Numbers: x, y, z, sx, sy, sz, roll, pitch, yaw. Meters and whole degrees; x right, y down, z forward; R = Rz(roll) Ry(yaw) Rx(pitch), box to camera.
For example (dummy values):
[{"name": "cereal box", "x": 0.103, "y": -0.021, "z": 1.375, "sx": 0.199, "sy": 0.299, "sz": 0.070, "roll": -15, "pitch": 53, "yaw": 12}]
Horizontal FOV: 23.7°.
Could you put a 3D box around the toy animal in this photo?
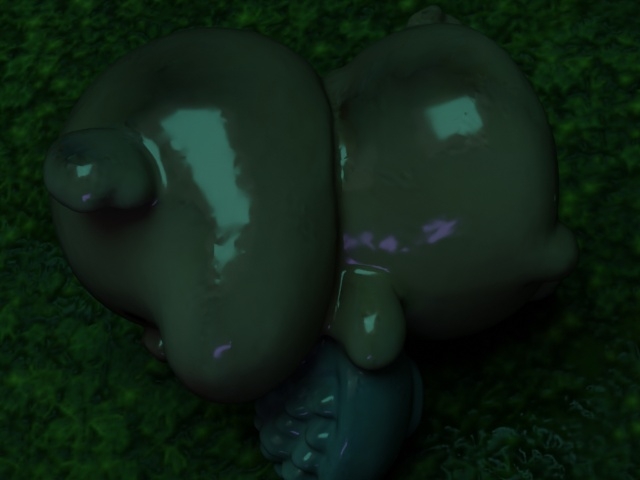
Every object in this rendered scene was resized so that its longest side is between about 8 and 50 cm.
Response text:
[{"name": "toy animal", "x": 0.000, "y": -0.021, "z": 0.729, "sx": 0.221, "sy": 0.210, "sz": 0.229, "roll": -45, "pitch": 88, "yaw": -5}]
